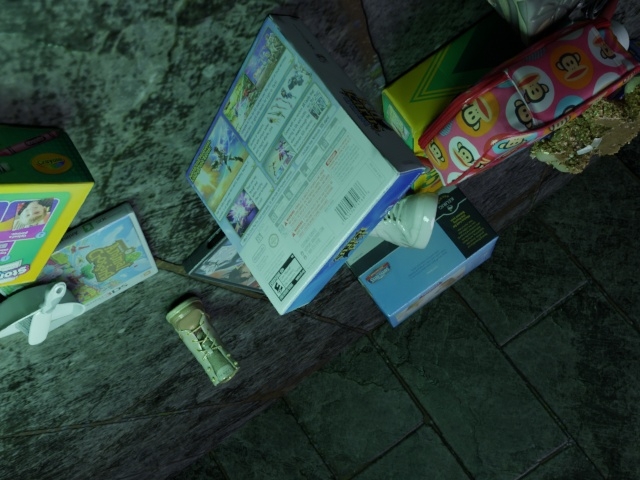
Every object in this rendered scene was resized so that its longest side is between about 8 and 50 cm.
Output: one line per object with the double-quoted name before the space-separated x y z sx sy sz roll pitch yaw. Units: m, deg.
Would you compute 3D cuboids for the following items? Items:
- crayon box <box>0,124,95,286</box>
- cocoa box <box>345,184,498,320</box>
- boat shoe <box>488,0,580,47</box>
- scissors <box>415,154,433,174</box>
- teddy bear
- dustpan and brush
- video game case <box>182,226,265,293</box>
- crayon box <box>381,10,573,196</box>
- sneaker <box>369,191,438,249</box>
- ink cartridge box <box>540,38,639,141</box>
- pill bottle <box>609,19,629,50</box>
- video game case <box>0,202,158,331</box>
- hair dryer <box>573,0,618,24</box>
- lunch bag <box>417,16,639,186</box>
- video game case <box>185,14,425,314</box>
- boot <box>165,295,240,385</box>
"crayon box" -0.370 -0.022 0.536 0.165 0.081 0.278 -46 160 29
"cocoa box" 0.258 0.033 1.590 0.347 0.228 0.231 -36 162 -1
"boat shoe" 0.271 -0.365 0.787 0.132 0.130 0.355 -46 162 15
"scissors" 0.060 -0.128 0.996 0.297 0.021 0.109 5 161 -36
"teddy bear" 0.648 -0.271 1.382 0.245 0.113 0.338 8 148 -23
"dustpan and brush" -0.365 0.091 0.780 0.147 0.060 0.211 -20 157 -42
"video game case" -0.078 0.002 1.119 0.248 0.035 0.275 -42 149 18
"crayon box" 0.276 -0.245 1.126 0.313 0.106 0.363 -36 162 -2
"sneaker" 0.137 -0.047 1.229 0.292 0.169 0.108 107 -3 -80
"ink cartridge box" 0.703 -0.363 1.558 0.395 0.151 0.270 -18 155 -40
"pill bottle" 0.539 -0.381 1.254 0.208 0.118 0.117 -31 161 -16
"video game case" -0.338 0.046 0.858 0.193 0.023 0.212 -31 161 -18
"hair dryer" 0.511 -0.383 1.099 0.223 0.080 0.294 -19 131 -38
"lunch bag" 0.303 -0.195 0.920 0.293 0.120 0.258 -29 173 -16
"video game case" -0.037 -0.084 0.731 0.061 0.244 0.269 -18 155 -47
"boot" -0.235 0.210 1.224 0.077 0.165 0.213 -33 163 -14
